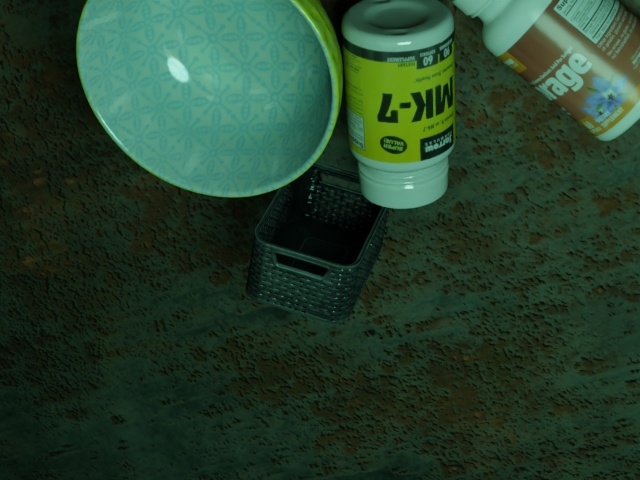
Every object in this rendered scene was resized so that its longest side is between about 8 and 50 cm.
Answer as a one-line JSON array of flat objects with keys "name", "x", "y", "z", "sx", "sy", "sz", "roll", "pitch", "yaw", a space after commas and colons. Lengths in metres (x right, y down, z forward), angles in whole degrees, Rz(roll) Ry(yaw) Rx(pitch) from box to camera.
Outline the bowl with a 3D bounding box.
[{"name": "bowl", "x": -0.099, "y": -0.208, "z": 1.676, "sx": 0.289, "sy": 0.156, "sz": 0.290, "roll": 10, "pitch": 126, "yaw": 14}]

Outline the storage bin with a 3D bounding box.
[{"name": "storage bin", "x": 0.000, "y": 0.000, "z": 1.765, "sx": 0.122, "sy": 0.180, "sz": 0.084, "roll": 17, "pitch": 127, "yaw": 8}]

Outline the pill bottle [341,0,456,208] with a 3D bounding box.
[{"name": "pill bottle", "x": 0.086, "y": -0.147, "z": 1.675, "sx": 0.119, "sy": 0.119, "sz": 0.209, "roll": 6, "pitch": 125, "yaw": 16}]

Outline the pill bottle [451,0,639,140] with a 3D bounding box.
[{"name": "pill bottle", "x": 0.243, "y": -0.209, "z": 1.576, "sx": 0.216, "sy": 0.121, "sz": 0.121, "roll": 38, "pitch": 127, "yaw": -7}]
